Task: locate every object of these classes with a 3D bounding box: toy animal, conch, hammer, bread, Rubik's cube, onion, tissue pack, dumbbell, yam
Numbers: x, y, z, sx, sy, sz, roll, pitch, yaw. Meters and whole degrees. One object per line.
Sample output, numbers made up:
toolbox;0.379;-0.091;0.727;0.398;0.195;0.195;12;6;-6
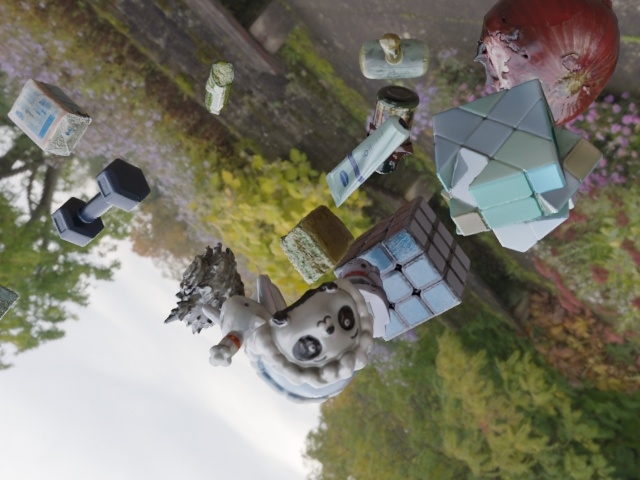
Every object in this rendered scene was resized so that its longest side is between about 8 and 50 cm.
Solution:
toy animal;-0.142;0.146;1.210;0.138;0.140;0.282;56;-173;9
conch;-0.281;0.110;1.606;0.186;0.241;0.313;21;-166;8
hammer;0.197;-0.506;1.698;0.201;0.113;0.305;-3;-175;8
bread;0.000;0.000;1.493;0.138;0.102;0.196;54;-150;-1
Rubik's cube;0.275;0.086;2.051;0.301;0.305;0.304;51;-150;-6
toy animal;-0.003;0.177;1.047;0.156;0.208;0.204;53;156;14
onion;0.542;-0.444;1.492;0.341;0.341;0.341;38;177;2
tissue pack;-0.386;-0.175;0.902;0.094;0.074;0.058;41;-170;18
dumbbell;-0.677;-0.114;1.944;0.160;0.324;0.144;29;-140;-41
yam;-0.848;0.188;1.607;0.068;0.169;0.068;26;156;12
Rubik's cube;0.315;-0.115;1.026;0.265;0.225;0.213;-15;142;27

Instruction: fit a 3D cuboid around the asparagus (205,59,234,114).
asparagus;-0.238;-0.355;1.484;0.060;0.067;0.277;46;172;-8

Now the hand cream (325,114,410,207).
hand cream;0.128;-0.224;1.748;0.067;0.320;0.109;2;-123;-41

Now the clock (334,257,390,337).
clock;0.103;0.144;1.745;0.188;0.189;0.254;39;-156;-10

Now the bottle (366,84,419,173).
bottle;0.227;-0.336;1.976;0.156;0.143;0.271;30;132;28
